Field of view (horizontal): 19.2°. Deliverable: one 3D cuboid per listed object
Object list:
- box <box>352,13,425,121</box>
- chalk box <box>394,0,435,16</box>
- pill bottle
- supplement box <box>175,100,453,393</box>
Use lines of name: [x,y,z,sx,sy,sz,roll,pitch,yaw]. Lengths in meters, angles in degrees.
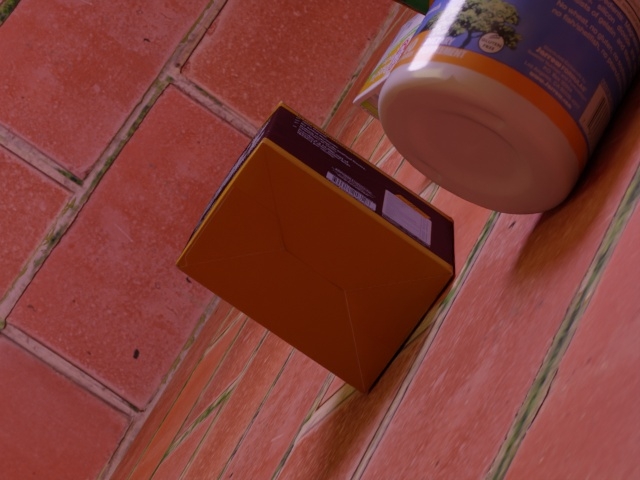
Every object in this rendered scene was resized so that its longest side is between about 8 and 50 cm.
box: [0.122,-0.166,1.940,0.103,0.114,0.203,-57,7,-9]
chalk box: [0.189,-0.305,1.613,0.289,0.179,0.180,-61,12,10]
pill bottle: [0.166,-0.166,1.351,0.272,0.152,0.152,-59,6,-24]
supplement box: [0.000,0.000,1.613,0.129,0.191,0.194,-54,5,13]
